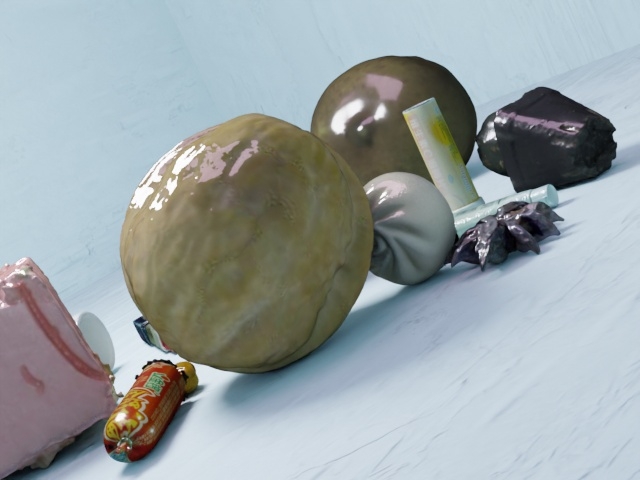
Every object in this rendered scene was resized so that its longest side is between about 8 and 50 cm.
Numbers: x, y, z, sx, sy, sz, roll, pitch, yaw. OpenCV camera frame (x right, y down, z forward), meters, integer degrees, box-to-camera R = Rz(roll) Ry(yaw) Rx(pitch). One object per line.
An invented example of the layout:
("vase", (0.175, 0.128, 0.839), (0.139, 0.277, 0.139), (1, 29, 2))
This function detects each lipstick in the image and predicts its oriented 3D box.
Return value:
("lipstick", (-0.301, 0.174, 2.277), (0.051, 0.051, 0.312), (-26, 9, -15))

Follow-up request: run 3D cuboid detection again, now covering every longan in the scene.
("longan", (0.154, -0.234, 2.610), (0.361, 0.361, 0.361), (-25, 8, 4))

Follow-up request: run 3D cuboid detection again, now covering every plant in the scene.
("plant", (0.375, -0.165, 2.024), (0.142, 0.164, 0.256), (-34, 26, -29))

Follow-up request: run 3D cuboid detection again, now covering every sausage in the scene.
("sausage", (-0.236, 0.234, 1.620), (0.083, 0.083, 0.264), (-24, 9, 8))

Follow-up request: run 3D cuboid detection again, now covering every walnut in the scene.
("walnut", (-0.106, 0.004, 1.691), (0.381, 0.381, 0.381), (-25, 8, 4))

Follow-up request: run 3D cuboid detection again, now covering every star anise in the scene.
("star anise", (0.252, -0.008, 1.709), (0.204, 0.061, 0.181), (-32, 10, -34))

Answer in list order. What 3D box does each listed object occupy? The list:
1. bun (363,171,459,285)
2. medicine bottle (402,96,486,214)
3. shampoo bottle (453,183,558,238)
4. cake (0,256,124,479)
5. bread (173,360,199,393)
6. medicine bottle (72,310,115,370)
("bun", (0.108, -0.012, 1.776), (0.120, 0.173, 0.173), (-28, 8, -40))
("medicine bottle", (0.214, -0.137, 2.097), (0.074, 0.218, 0.074), (-25, 7, 3))
("shampoo bottle", (0.288, -0.046, 1.921), (0.191, 0.041, 0.069), (-20, 4, 36))
("cake", (-0.495, 0.206, 1.833), (0.314, 0.293, 0.307), (-33, 7, -10))
("bread", (-0.218, 0.212, 1.795), (0.083, 0.046, 0.081), (-20, 12, 27))
("medicine bottle", (-0.520, 0.232, 2.250), (0.252, 0.144, 0.144), (-26, 7, 17))
